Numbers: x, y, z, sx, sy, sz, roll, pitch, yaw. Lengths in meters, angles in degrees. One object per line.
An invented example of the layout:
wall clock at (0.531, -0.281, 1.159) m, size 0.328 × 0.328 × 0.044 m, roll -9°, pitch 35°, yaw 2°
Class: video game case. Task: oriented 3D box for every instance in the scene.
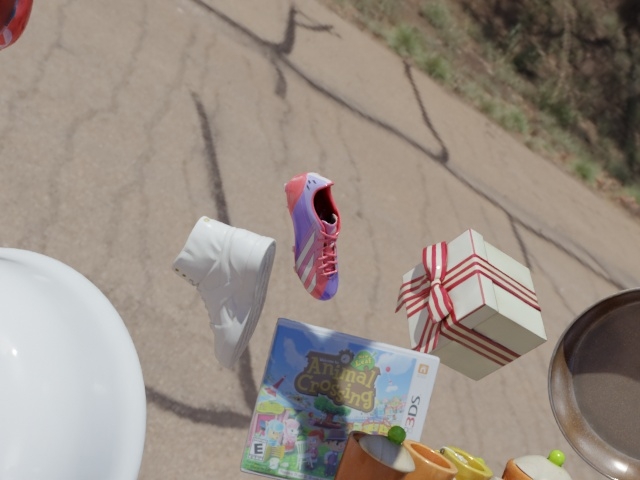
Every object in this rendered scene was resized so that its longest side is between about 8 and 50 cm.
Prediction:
video game case at (0.025, 0.214, 1.048) m, size 0.212 × 0.193 × 0.023 m, roll 15°, pitch -3°, yaw -7°

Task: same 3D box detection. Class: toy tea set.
toy tea set at (0.168, 0.264, 0.963) m, size 0.200 × 0.124 × 0.336 m, roll 30°, pitch 5°, yaw 38°

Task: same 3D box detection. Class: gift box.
gift box at (0.328, 0.166, 1.951) m, size 0.258 × 0.276 × 0.255 m, roll 31°, pitch 33°, yaw -30°

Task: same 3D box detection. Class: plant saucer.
plant saucer at (0.487, 0.211, 1.209) m, size 0.310 × 0.310 × 0.050 m, roll 45°, pitch 25°, yaw 8°

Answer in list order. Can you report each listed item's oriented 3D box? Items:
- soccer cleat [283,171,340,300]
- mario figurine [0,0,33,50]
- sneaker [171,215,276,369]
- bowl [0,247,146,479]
soccer cleat at (0.000, 0.000, 1.470) m, size 0.095 × 0.248 × 0.083 m, roll 11°, pitch 31°, yaw 44°
mario figurine at (-0.312, -0.248, 0.614) m, size 0.198 × 0.170 × 0.320 m, roll 23°, pitch -23°, yaw 24°
sneaker at (-0.190, 0.089, 1.529) m, size 0.169 × 0.293 × 0.108 m, roll 22°, pitch 31°, yaw 10°
bowl at (-0.287, 0.131, 0.596) m, size 0.298 × 0.298 × 0.134 m, roll 52°, pitch 1°, yaw 21°
